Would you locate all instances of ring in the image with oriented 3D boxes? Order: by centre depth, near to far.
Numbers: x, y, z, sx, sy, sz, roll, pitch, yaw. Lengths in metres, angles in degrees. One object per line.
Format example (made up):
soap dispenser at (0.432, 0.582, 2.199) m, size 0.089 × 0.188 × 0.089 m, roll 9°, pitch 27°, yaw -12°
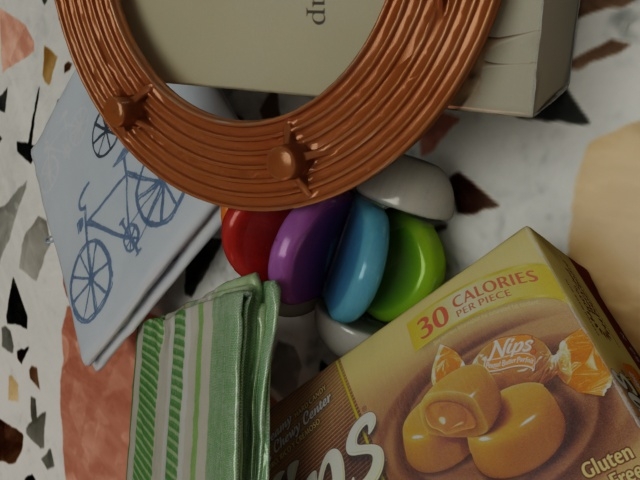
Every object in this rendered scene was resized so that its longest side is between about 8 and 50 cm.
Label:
ring at (-0.056, -0.181, 0.365) m, size 0.336 × 0.032 × 0.336 m, roll 9°, pitch 108°, yaw 29°

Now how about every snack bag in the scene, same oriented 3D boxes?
snack bag at (-0.213, -0.088, 0.666) m, size 0.323 × 0.037 × 0.342 m, roll -48°, pitch 55°, yaw 27°

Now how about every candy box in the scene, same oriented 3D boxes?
candy box at (0.059, 0.160, 0.398) m, size 0.316 × 0.087 × 0.183 m, roll -41°, pitch 41°, yaw 27°

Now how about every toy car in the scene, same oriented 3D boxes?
toy car at (0.000, 0.000, 0.462) m, size 0.182 × 0.136 × 0.159 m, roll 28°, pitch 106°, yaw 33°

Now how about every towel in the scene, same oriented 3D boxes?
towel at (-0.110, 0.170, 0.502) m, size 0.325 × 0.038 × 0.248 m, roll -24°, pitch 62°, yaw 60°

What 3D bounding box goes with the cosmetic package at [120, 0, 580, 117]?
cosmetic package at (0.009, -0.183, 0.421) m, size 0.309 × 0.113 × 0.160 m, roll 12°, pitch 117°, yaw 29°
